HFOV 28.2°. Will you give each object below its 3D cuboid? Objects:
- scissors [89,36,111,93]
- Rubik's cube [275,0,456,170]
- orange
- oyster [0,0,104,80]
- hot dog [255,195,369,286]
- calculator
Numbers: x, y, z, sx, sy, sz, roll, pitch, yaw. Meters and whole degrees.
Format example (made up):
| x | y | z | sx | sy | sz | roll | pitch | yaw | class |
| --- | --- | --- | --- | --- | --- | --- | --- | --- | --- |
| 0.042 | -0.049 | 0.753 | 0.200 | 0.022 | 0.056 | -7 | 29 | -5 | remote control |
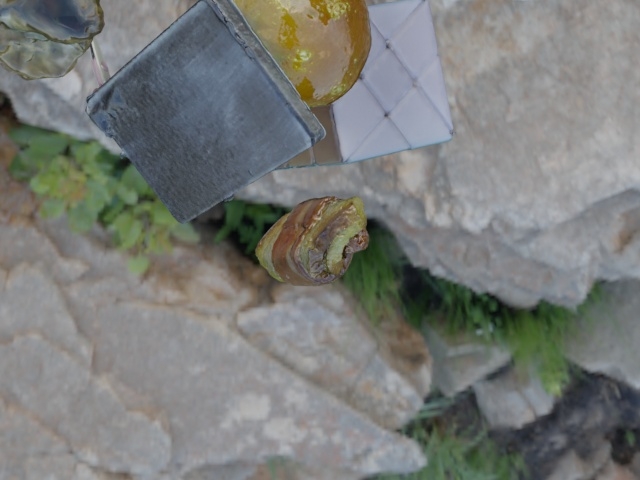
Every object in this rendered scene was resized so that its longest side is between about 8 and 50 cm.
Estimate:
| x | y | z | sx | sy | sz | roll | pitch | yaw | class |
| --- | --- | --- | --- | --- | --- | --- | --- | --- | --- |
| -0.333 | -0.255 | 1.935 | 0.022 | 0.176 | 0.085 | -25 | 164 | 23 | scissors |
| 0.041 | -0.236 | 1.954 | 0.231 | 0.225 | 0.221 | -15 | 98 | -34 | Rubik's cube |
| -0.031 | -0.290 | 1.623 | 0.158 | 0.179 | 0.237 | -35 | 83 | 41 | orange |
| -0.221 | -0.237 | 0.678 | 0.198 | 0.133 | 0.337 | -18 | 108 | 49 | oyster |
| 0.002 | 0.005 | 1.662 | 0.093 | 0.261 | 0.123 | 31 | 78 | -20 | hot dog |
| -0.114 | -0.110 | 1.159 | 0.161 | 0.021 | 0.262 | 53 | 143 | -10 | calculator |
